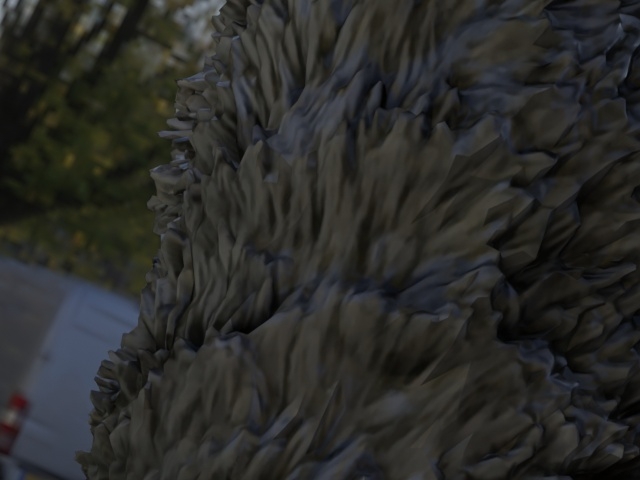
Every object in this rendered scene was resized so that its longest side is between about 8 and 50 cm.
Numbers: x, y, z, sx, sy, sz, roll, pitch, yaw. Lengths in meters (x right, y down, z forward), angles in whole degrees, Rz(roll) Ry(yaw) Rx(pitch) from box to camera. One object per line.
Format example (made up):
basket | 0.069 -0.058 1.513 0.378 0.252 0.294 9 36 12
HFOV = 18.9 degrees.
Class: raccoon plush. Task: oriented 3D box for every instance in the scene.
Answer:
raccoon plush | 0.000 0.000 0.465 0.216 0.446 0.299 5 26 21
